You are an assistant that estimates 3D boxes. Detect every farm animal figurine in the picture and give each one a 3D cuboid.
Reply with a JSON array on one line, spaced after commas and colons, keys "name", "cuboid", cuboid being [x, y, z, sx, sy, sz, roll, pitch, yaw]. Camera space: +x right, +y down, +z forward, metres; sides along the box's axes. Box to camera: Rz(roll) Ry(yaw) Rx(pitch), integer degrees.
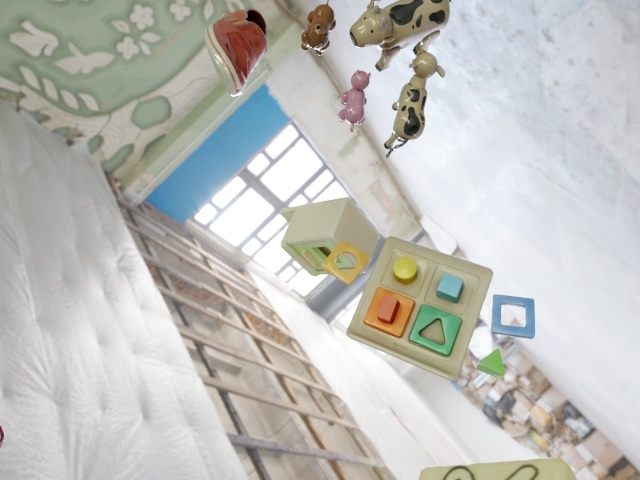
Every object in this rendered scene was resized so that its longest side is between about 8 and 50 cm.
[{"name": "farm animal figurine", "cuboid": [0.139, -0.381, 0.911, 0.330, 0.327, 0.172, 45, 166, -3]}]

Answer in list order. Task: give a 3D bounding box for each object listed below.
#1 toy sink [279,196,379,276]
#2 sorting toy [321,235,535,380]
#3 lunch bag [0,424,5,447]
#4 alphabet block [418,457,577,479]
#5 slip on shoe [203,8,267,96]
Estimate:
[{"name": "toy sink", "cuboid": [0.000, 0.000, 1.182, 0.234, 0.131, 0.153, -5, 140, 40]}, {"name": "sorting toy", "cuboid": [0.153, 0.091, 0.732, 0.347, 0.196, 0.047, 19, 158, 20]}, {"name": "lunch bag", "cuboid": [-0.616, 0.247, 0.619, 0.293, 0.120, 0.258, 32, -176, 20]}, {"name": "alphabet block", "cuboid": [0.203, 0.382, 0.500, 0.194, 0.192, 0.197, 59, -143, -11]}, {"name": "slip on shoe", "cuboid": [-0.162, -0.397, 0.954, 0.332, 0.101, 0.123, -93, -17, -51]}]
